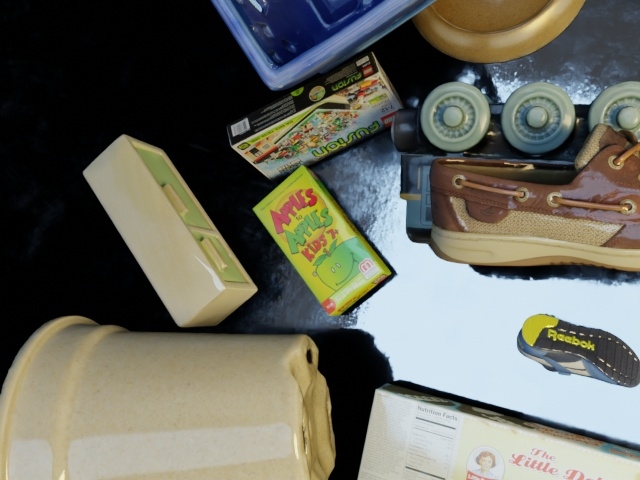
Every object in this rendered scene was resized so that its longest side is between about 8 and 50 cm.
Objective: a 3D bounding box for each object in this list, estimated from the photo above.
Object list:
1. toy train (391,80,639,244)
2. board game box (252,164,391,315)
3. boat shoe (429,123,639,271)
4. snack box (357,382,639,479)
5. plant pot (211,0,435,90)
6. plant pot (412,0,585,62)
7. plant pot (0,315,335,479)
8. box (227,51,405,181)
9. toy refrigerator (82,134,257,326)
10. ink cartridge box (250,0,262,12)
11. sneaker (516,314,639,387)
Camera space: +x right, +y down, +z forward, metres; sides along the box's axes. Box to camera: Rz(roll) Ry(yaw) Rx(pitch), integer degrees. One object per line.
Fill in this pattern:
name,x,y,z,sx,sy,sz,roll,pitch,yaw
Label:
toy train,0.243,-0.080,0.759,0.334,0.142,0.190,4,99,17
board game box,0.000,0.000,0.880,0.092,0.043,0.181,-41,73,12
boat shoe,0.269,-0.048,0.629,0.342,0.123,0.123,-1,109,25
snack box,0.203,0.298,0.767,0.322,0.060,0.187,12,90,20
plant pot,0.009,-0.324,0.738,0.236,0.212,0.236,-30,94,21
plant pot,0.220,-0.344,0.841,0.236,0.032,0.236,-2,84,21
plant pot,-0.149,0.236,0.787,0.305,0.334,0.333,-8,82,8
box,-0.002,-0.153,0.857,0.207,0.114,0.036,-24,62,17
toy refrigerator,-0.206,-0.016,0.926,0.094,0.102,0.269,-39,73,12
ink cartridge box,-0.036,-0.378,0.939,0.189,0.066,0.232,-21,99,17
sneaker,0.292,0.129,0.760,0.144,0.059,0.053,22,61,5
